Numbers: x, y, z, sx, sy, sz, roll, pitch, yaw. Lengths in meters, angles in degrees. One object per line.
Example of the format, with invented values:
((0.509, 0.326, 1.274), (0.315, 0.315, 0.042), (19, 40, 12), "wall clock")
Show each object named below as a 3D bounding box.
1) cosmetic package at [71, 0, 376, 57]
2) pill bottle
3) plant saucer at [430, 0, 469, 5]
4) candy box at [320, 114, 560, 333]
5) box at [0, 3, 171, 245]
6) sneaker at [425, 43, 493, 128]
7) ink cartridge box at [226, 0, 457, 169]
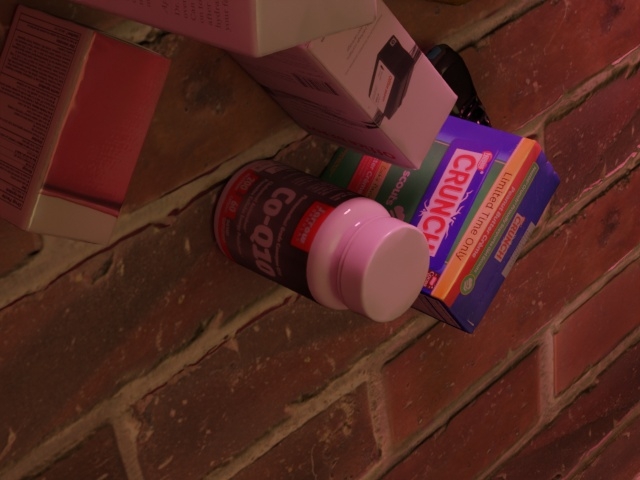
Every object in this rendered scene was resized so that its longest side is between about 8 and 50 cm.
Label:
((-0.159, -0.344, 1.114), (0.161, 0.453, 0.230), (-25, 126, -39), "cosmetic package")
((0.000, 0.000, 1.591), (0.161, 0.283, 0.161), (-23, 124, -40), "pill bottle")
((0.202, -0.512, 1.685), (0.333, 0.081, 0.333), (-10, 116, -56), "plant saucer")
((0.149, -0.049, 1.705), (0.268, 0.317, 0.122), (-58, 140, -10), "candy box")
((-0.292, -0.130, 1.311), (0.127, 0.148, 0.232), (13, 99, -51), "box")
((0.252, -0.177, 1.897), (0.125, 0.139, 0.341), (-46, 135, -20), "sneaker")
((0.011, -0.243, 1.532), (0.129, 0.223, 0.307), (-59, 140, -9), "ink cartridge box")
